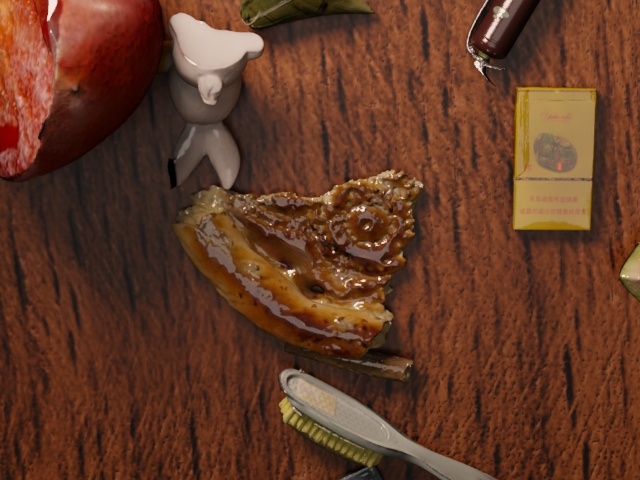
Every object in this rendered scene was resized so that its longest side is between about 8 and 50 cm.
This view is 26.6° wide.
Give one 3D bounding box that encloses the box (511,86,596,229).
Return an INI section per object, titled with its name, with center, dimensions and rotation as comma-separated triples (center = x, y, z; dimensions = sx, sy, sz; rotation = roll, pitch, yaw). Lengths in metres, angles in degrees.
[box]
center = 0.252, -0.088, 1.468
dimensions = 0.087, 0.023, 0.155
rotation = 1, 101, 4

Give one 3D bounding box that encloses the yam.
[yam]
center = 0.032, 0.130, 1.511
dimensions = 0.145, 0.032, 0.032
rotation = 15, 101, 0

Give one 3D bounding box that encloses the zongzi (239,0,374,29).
[zongzi]
center = -0.017, -0.243, 1.437
dimensions = 0.113, 0.052, 0.104
rotation = 40, 107, -19

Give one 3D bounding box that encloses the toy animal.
[toy animal]
center = -0.135, -0.149, 1.428
dimensions = 0.131, 0.181, 0.127
rotation = 11, 60, -3

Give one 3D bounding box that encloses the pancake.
[pancake]
center = 0.000, 0.000, 1.473
dimensions = 0.244, 0.057, 0.266
rotation = -43, 96, 8

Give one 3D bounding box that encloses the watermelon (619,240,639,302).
[watermelon]
center = 0.435, 0.016, 1.452
dimensions = 0.193, 0.137, 0.145
rotation = 25, 65, -3

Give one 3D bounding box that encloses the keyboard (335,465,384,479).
[keyboard]
center = -0.005, 0.314, 1.554
dimensions = 0.176, 0.014, 0.055
rotation = -28, 99, 6

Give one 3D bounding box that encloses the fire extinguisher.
[fire extinguisher]
center = 0.201, -0.245, 1.429
dimensions = 0.064, 0.043, 0.158
rotation = 36, 100, 25

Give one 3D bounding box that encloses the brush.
[brush]
center = 0.072, 0.238, 1.518
dimensions = 0.297, 0.068, 0.060
rotation = 29, 116, -6

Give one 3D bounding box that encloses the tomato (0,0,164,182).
[tomato]
center = -0.242, -0.205, 1.353
dimensions = 0.170, 0.309, 0.308
rotation = -2, 103, -32
